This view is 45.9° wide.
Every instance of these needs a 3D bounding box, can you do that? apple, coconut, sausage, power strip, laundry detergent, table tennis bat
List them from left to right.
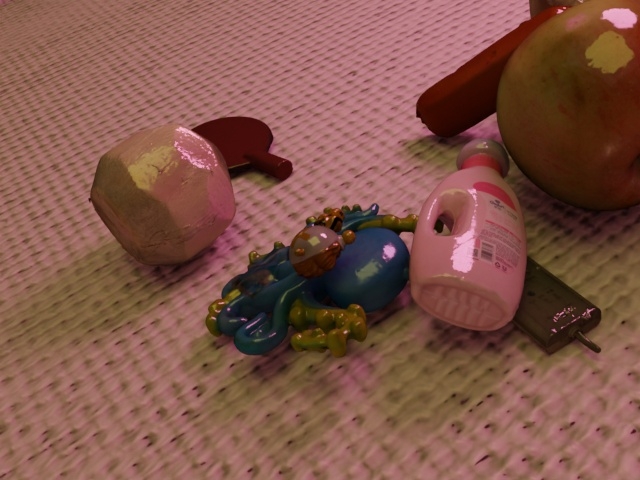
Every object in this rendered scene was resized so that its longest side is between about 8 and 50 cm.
[{"bbox_3d":[-0.251,-0.080,1.275,0.230,0.227,0.227,-37,43,-25],"label":"coconut"},{"bbox_3d":[-0.172,-0.182,1.511,0.200,0.038,0.310,-39,44,-26],"label":"table tennis bat"},{"bbox_3d":[0.217,-0.025,1.076,0.159,0.087,0.335,20,44,-1],"label":"laundry detergent"},{"bbox_3d":[0.303,-0.280,1.302,0.348,0.097,0.094,-32,26,38],"label":"sausage"},{"bbox_3d":[0.287,0.074,1.044,0.092,0.034,0.268,-28,40,-15],"label":"power strip"},{"bbox_3d":[0.422,-0.191,1.112,0.319,0.319,0.277,-14,59,3],"label":"apple"}]

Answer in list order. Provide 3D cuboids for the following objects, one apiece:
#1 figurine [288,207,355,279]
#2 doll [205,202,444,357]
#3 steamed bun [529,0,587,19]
[{"bbox_3d":[0.004,-0.003,1.067,0.101,0.068,0.143,-14,27,50],"label":"figurine"},{"bbox_3d":[0.003,0.065,1.125,0.341,0.098,0.346,-9,31,27],"label":"doll"},{"bbox_3d":[0.536,-0.387,1.330,0.339,0.247,0.352,9,14,-38],"label":"steamed bun"}]
